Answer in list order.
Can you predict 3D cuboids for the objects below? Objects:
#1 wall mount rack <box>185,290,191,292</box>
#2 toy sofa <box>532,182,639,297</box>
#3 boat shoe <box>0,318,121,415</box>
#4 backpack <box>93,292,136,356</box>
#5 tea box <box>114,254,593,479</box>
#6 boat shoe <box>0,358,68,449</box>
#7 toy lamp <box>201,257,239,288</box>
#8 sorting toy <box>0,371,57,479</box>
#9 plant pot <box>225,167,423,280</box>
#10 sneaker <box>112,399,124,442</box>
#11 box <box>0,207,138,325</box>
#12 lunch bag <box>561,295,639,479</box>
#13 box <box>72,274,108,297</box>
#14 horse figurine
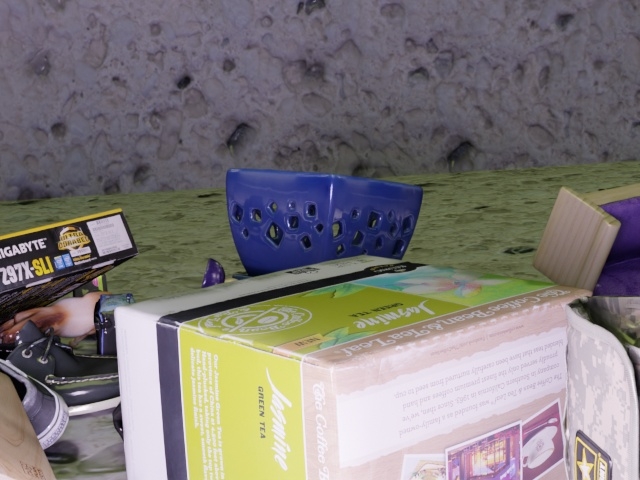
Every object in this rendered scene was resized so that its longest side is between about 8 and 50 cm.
[{"bbox_3d":[-0.057,0.142,1.550,0.350,0.130,0.304,3,9,31],"label":"wall mount rack"},{"bbox_3d":[0.522,-0.003,1.903,0.362,0.150,0.177,-11,39,-37],"label":"toy sofa"},{"bbox_3d":[-0.384,0.156,1.559,0.340,0.113,0.127,-2,11,6],"label":"boat shoe"},{"bbox_3d":[-0.268,0.126,1.681,0.084,0.105,0.114,-4,19,-11],"label":"backpack"},{"bbox_3d":[0.033,0.157,1.150,0.329,0.220,0.323,-12,14,-41],"label":"tea box"},{"bbox_3d":[-0.436,0.164,1.423,0.301,0.108,0.102,16,-25,28],"label":"boat shoe"},{"bbox_3d":[-0.036,0.093,1.764,0.275,0.080,0.080,13,9,-5],"label":"toy lamp"},{"bbox_3d":[-0.404,0.175,1.170,0.255,0.089,0.257,30,6,-32],"label":"sorting toy"},{"bbox_3d":[0.000,0.000,1.961,0.236,0.212,0.236,6,3,41],"label":"plant pot"},{"bbox_3d":[-0.133,0.187,1.355,0.227,0.087,0.130,-10,18,21],"label":"sneaker"},{"bbox_3d":[-0.448,0.068,1.683,0.322,0.079,0.257,-27,-3,37],"label":"box"},{"bbox_3d":[0.303,0.175,0.930,0.287,0.235,0.169,7,17,42],"label":"lunch bag"},{"bbox_3d":[-0.358,0.099,1.912,0.052,0.062,0.083,-6,-28,-14],"label":"box"},{"bbox_3d":[-0.364,0.121,1.761,0.263,0.066,0.174,-7,-14,-36],"label":"horse figurine"}]
